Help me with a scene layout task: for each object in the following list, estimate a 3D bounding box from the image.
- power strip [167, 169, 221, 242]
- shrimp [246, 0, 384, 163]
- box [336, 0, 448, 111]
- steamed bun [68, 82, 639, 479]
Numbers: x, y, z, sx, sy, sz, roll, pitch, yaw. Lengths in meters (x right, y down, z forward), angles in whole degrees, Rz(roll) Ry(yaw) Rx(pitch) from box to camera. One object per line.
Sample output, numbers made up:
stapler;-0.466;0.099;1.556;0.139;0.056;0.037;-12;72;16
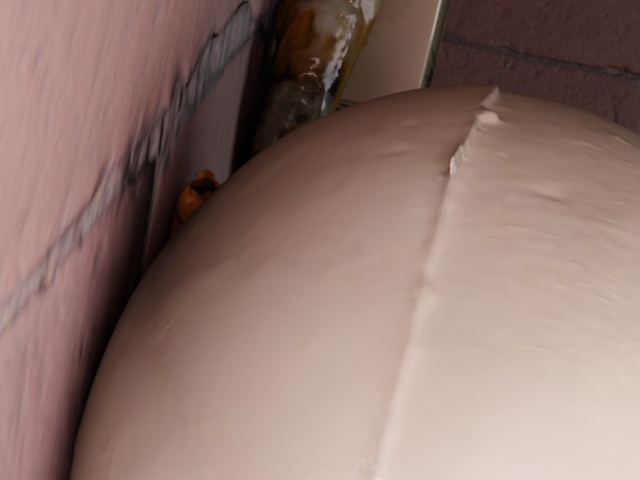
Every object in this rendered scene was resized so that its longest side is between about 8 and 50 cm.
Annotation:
power strip;-0.059;0.021;0.907;0.178;0.028;0.049;97;7;-55
shrimp;0.014;-0.162;1.160;0.233;0.071;0.365;107;0;-59
box;0.050;-0.175;1.424;0.212;0.095;0.168;-2;107;-86
steamed bun;0.052;0.104;0.752;0.374;0.333;0.334;-58;161;-62
